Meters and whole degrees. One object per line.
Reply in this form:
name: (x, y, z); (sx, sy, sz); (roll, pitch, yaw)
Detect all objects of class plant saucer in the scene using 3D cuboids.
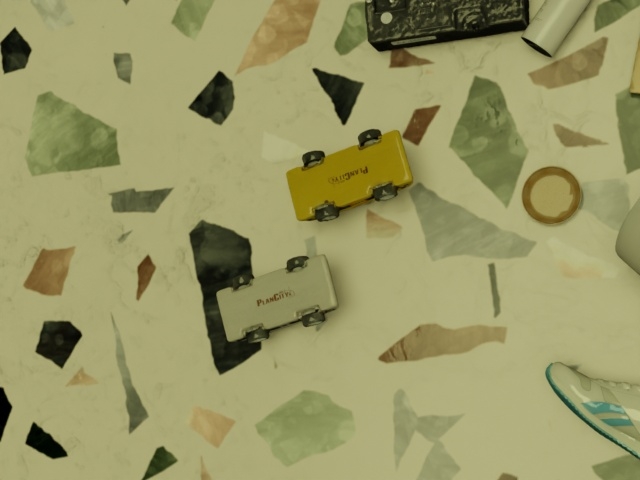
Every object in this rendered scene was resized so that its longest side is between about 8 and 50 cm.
plant saucer: (0.325, -0.063, 1.601); (0.083, 0.015, 0.083); (-2, 83, 18)

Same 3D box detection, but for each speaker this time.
speaker: (0.342, -0.328, 1.607); (0.055, 0.055, 0.136); (35, 95, 19)

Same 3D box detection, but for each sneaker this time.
sneaker: (0.405, 0.223, 1.510); (0.228, 0.087, 0.092); (34, 88, 13)

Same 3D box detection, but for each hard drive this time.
hard drive: (0.178, -0.461, 1.675); (0.237, 0.064, 0.339); (-6, 82, 18)

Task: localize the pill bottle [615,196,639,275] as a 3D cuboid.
pill bottle: (0.567, 0.069, 1.378); (0.224, 0.224, 0.392); (-49, 62, 8)

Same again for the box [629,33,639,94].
box: (0.537, -0.268, 1.550); (0.201, 0.021, 0.164); (10, 87, 19)

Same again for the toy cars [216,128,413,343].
toy cars: (0.000, 0.000, 1.674); (0.176, 0.087, 0.394); (34, 98, 24)
